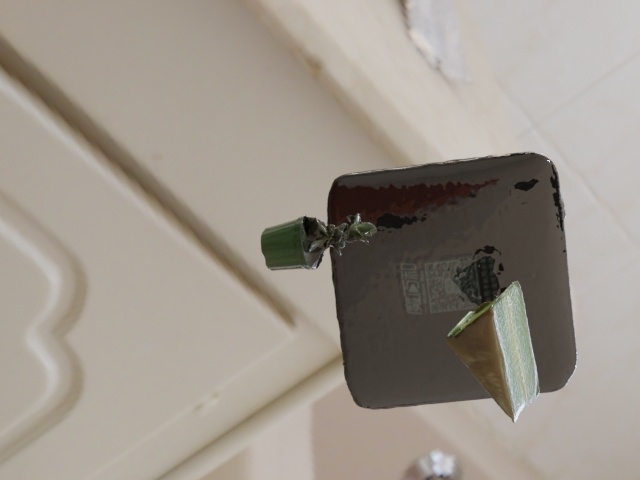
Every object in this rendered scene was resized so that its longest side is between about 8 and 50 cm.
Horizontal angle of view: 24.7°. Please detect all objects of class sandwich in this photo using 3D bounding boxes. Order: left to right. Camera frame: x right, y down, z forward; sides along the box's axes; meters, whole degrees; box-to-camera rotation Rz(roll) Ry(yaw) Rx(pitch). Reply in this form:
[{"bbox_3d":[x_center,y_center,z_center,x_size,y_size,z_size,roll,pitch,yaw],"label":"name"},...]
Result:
[{"bbox_3d":[0.199,0.114,1.495,0.116,0.074,0.074,51,42,-1],"label":"sandwich"}]

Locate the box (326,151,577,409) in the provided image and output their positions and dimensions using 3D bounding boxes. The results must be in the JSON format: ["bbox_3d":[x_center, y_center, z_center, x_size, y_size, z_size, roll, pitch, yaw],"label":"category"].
[{"bbox_3d":[0.157,0.048,1.757,0.073,0.289,0.290,-47,129,-81],"label":"box"}]

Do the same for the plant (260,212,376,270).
[{"bbox_3d":[0.000,0.000,1.306,0.051,0.102,0.051,-11,90,-73],"label":"plant"}]
